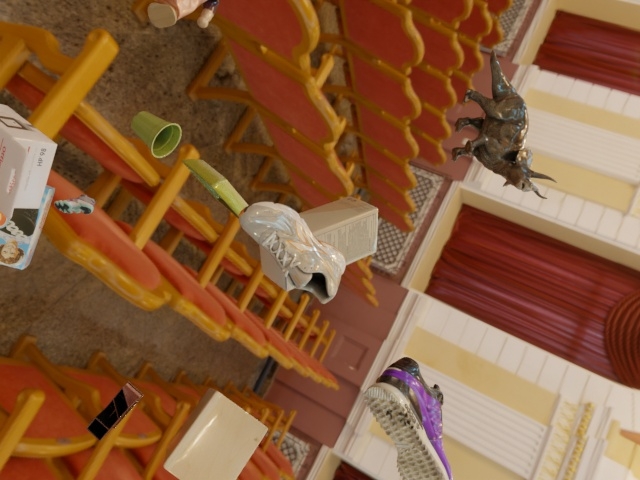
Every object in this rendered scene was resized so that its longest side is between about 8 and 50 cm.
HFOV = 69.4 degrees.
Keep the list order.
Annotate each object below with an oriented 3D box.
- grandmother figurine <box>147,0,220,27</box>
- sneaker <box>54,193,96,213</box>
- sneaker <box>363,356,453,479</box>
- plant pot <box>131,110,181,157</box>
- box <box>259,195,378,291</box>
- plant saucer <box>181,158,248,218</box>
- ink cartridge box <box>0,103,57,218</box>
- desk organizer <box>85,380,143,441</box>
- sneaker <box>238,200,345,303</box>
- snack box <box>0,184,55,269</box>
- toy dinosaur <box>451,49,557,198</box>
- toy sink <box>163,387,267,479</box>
[{"bbox_3d":[-0.289,-0.640,1.131,0.342,0.104,0.207,-58,175,-46],"label":"grandmother figurine"},{"bbox_3d":[-0.662,-0.105,1.258,0.069,0.098,0.038,-93,-163,-50],"label":"sneaker"},{"bbox_3d":[0.198,0.350,0.883,0.146,0.102,0.293,-42,115,-44],"label":"sneaker"},{"bbox_3d":[-0.352,-0.230,0.974,0.083,0.079,0.083,-51,168,-15],"label":"plant pot"},{"bbox_3d":[0.000,0.000,1.224,0.311,0.121,0.147,-20,123,-34],"label":"box"},{"bbox_3d":[-0.274,-0.142,1.270,0.045,0.188,0.188,-46,141,-8],"label":"plant saucer"},{"bbox_3d":[-0.436,-0.113,0.646,0.060,0.180,0.104,-5,124,-60],"label":"ink cartridge box"},{"bbox_3d":[-0.448,0.372,1.005,0.130,0.047,0.050,-48,180,19],"label":"desk organizer"},{"bbox_3d":[-0.053,0.027,0.921,0.099,0.262,0.121,-39,-153,35],"label":"sneaker"},{"bbox_3d":[-0.754,-0.076,0.955,0.187,0.322,0.060,-70,-160,2],"label":"snack box"},{"bbox_3d":[0.368,-0.229,0.957,0.121,0.161,0.313,114,-20,-74],"label":"toy dinosaur"},{"bbox_3d":[-0.211,0.399,0.923,0.152,0.131,0.234,-54,-176,-24],"label":"toy sink"}]
